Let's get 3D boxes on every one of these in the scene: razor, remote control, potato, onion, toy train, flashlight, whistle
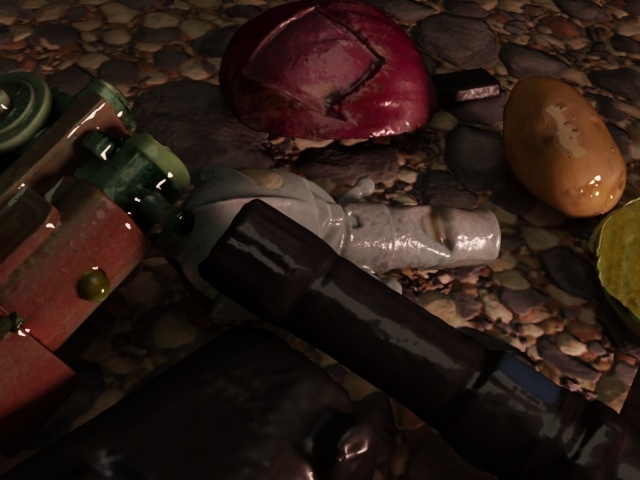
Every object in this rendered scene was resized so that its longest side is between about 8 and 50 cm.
[{"bbox_3d":[-0.113,0.186,0.614,0.189,0.107,0.327,31,43,28],"label":"razor"},{"bbox_3d":[0.106,-0.179,1.135,0.245,0.025,0.063,-13,38,-21],"label":"remote control"},{"bbox_3d":[0.255,-0.098,0.993,0.109,0.118,0.178,-32,58,10],"label":"potato"},{"bbox_3d":[0.011,-0.209,1.058,0.250,0.111,0.247,-1,33,-8],"label":"onion"},{"bbox_3d":[-0.235,0.004,0.736,0.221,0.150,0.304,31,72,33],"label":"toy train"},{"bbox_3d":[0.095,0.105,0.674,0.424,0.103,0.103,32,45,10],"label":"flashlight"},{"bbox_3d":[-0.001,0.000,0.848,0.346,0.134,0.142,0,36,-21],"label":"whistle"}]

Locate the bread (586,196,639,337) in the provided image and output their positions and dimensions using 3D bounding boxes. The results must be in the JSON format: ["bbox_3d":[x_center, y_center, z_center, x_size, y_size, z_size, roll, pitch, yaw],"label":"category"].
[{"bbox_3d":[0.403,0.047,0.886,0.301,0.045,0.301,3,38,-2],"label":"bread"}]

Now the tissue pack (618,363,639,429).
[{"bbox_3d":[0.279,0.136,0.685,0.108,0.148,0.060,27,43,23],"label":"tissue pack"}]
